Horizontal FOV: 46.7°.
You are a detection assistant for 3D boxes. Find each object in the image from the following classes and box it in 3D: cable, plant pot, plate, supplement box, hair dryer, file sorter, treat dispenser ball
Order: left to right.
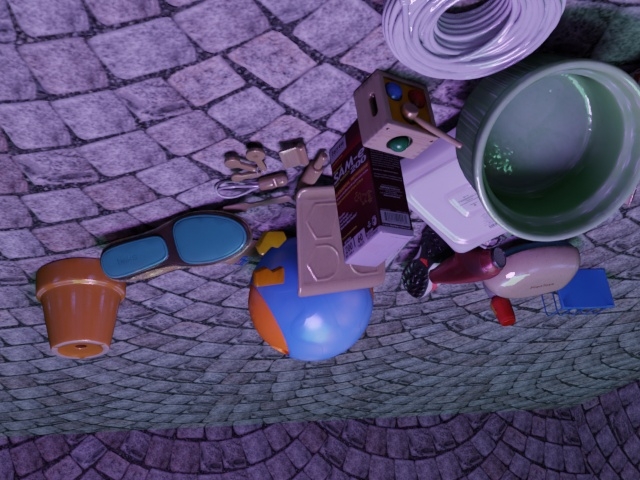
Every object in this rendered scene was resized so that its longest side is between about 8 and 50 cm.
[{"bbox_3d":[-0.557,0.168,1.724,0.205,0.187,0.205,-7,154,-3],"label":"plant pot"},{"bbox_3d":[-0.022,0.129,1.691,0.288,0.288,0.288,-7,154,-3],"label":"treat dispenser ball"},{"bbox_3d":[0.087,-0.088,1.335,0.073,0.239,0.130,8,150,-27],"label":"supplement box"},{"bbox_3d":[0.311,-0.003,1.644,0.080,0.224,0.293,-41,154,-42],"label":"hair dryer"},{"bbox_3d":[0.212,-0.333,1.050,0.257,0.089,0.257,-5,155,-9],"label":"cable"},{"bbox_3d":[0.292,-0.089,1.434,0.278,0.045,0.277,39,134,-26],"label":"plate"},{"bbox_3d":[0.747,0.157,2.175,0.170,0.118,0.104,0,156,-16],"label":"file sorter"}]

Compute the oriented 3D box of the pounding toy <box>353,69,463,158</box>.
[{"bbox_3d":[0.144,-0.202,1.234,0.130,0.141,0.100,10,149,-33],"label":"pounding toy"}]

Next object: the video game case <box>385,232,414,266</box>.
[{"bbox_3d":[0.153,0.003,1.699,0.143,0.019,0.157,-48,152,-7],"label":"video game case"}]

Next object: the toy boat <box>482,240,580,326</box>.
[{"bbox_3d":[0.525,0.097,1.985,0.268,0.148,0.318,-5,147,-18],"label":"toy boat"}]

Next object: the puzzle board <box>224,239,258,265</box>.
[{"bbox_3d":[-0.192,0.025,1.747,0.096,0.011,0.128,9,150,-34],"label":"puzzle board"}]

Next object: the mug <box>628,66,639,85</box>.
[{"bbox_3d":[0.571,-0.234,1.299,0.169,0.150,0.113,-25,170,39],"label":"mug"}]

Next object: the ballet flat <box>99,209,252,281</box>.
[{"bbox_3d":[-0.300,0.009,1.585,0.349,0.123,0.123,-14,153,13],"label":"ballet flat"}]

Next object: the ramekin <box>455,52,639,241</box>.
[{"bbox_3d":[0.374,-0.165,1.232,0.304,0.148,0.303,-5,116,-10],"label":"ramekin"}]

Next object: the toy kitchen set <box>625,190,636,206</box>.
[{"bbox_3d":[0.679,-0.135,1.665,0.068,0.075,0.083,21,124,22],"label":"toy kitchen set"}]

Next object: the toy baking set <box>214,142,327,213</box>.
[{"bbox_3d":[-0.102,-0.123,1.455,0.197,0.030,0.256,3,152,-16],"label":"toy baking set"}]

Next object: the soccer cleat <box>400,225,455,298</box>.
[{"bbox_3d":[0.302,0.025,1.818,0.116,0.108,0.318,-27,157,-32],"label":"soccer cleat"}]

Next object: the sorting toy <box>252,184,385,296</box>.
[{"bbox_3d":[0.000,0.000,1.512,0.307,0.228,0.041,-5,-167,-30],"label":"sorting toy"}]
